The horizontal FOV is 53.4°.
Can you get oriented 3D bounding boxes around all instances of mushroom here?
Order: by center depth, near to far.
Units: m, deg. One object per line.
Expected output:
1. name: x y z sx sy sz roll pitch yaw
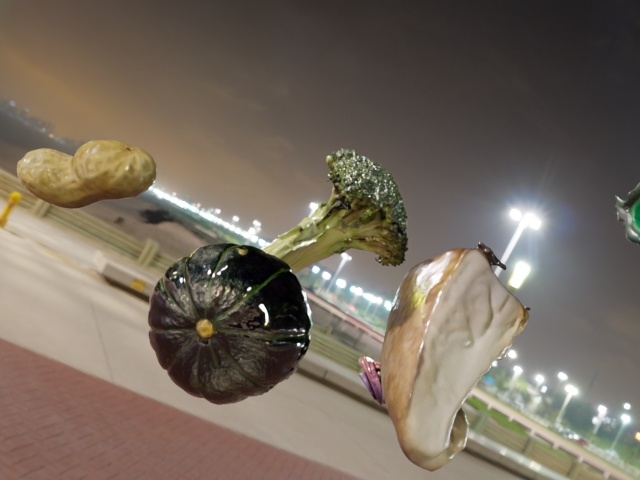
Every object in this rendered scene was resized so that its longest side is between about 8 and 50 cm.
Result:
1. mushroom: 0.200 0.235 1.251 0.224 0.397 0.314 40 -27 -17

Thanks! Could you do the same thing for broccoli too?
1. broccoli: 0.008 0.000 1.245 0.252 0.361 0.221 3 51 -55

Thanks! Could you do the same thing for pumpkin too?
1. pumpkin: -0.121 0.110 0.855 0.221 0.220 0.162 27 6 15

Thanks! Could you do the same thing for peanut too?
1. peanut: -0.376 -0.106 1.026 0.230 0.103 0.098 -8 3 10

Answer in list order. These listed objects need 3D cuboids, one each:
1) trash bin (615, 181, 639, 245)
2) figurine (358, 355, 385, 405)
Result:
1. trash bin: 0.532 -0.056 0.737 0.381 0.259 0.295 -3 45 -45
2. figurine: 0.161 0.311 1.524 0.126 0.157 0.114 51 -25 6
